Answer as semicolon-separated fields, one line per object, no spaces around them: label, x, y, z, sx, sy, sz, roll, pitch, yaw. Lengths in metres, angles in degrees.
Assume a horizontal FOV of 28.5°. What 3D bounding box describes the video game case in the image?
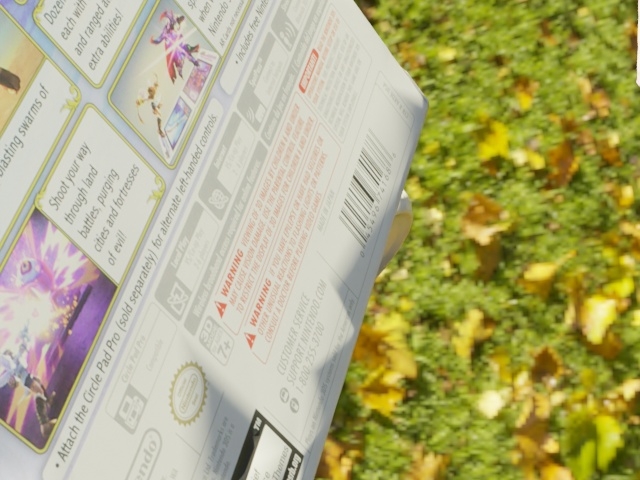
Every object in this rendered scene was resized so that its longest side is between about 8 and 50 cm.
video game case;-0.075;-0.028;0.412;0.244;0.061;0.269;51;43;-35

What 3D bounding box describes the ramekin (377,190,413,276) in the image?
ramekin;0.000;0.000;1.609;0.127;0.273;0.273;45;49;17

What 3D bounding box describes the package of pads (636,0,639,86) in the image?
package of pads;0.224;-0.135;0.795;0.050;0.032;0.083;-39;142;-21
